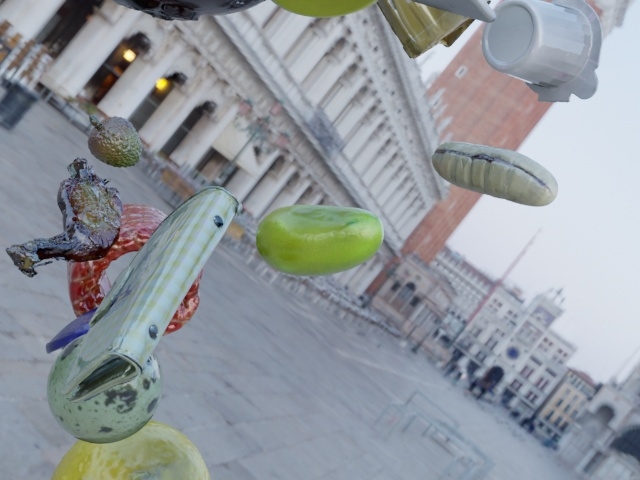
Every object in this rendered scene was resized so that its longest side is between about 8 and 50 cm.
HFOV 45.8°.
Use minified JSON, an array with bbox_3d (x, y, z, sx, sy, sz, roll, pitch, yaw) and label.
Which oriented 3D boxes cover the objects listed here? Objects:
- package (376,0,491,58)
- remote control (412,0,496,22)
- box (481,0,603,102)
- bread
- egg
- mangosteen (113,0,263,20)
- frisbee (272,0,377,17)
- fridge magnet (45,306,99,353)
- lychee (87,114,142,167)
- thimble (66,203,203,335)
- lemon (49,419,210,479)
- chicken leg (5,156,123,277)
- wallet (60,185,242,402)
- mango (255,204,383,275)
[{"bbox_3d":[0.182,-0.556,1.604,0.311,0.165,0.221,59,-21,3],"label":"package"},{"bbox_3d":[0.222,-0.445,1.379,0.067,0.029,0.261,33,5,-38],"label":"remote control"},{"bbox_3d":[0.532,-0.467,1.859,0.207,0.262,0.291,1,56,-36],"label":"box"},{"bbox_3d":[0.244,-0.101,1.099,0.053,0.073,0.214,2,16,-44],"label":"bread"},{"bbox_3d":[-0.332,0.224,1.183,0.177,0.177,0.228,39,-33,-6],"label":"egg"},{"bbox_3d":[-0.175,-0.485,0.941,0.381,0.420,0.381,2,-13,0],"label":"mangosteen"},{"bbox_3d":[0.012,-0.442,1.268,0.236,0.017,0.236,-3,-17,-1],"label":"frisbee"},{"bbox_3d":[-0.495,0.207,1.740,0.265,0.266,0.112,67,-1,-89],"label":"fridge magnet"},{"bbox_3d":[-0.463,-0.223,1.695,0.146,0.114,0.114,50,-8,-37],"label":"lychee"},{"bbox_3d":[-0.493,0.082,2.012,0.350,0.350,0.230,39,0,-28],"label":"thimble"},{"bbox_3d":[-0.358,0.495,1.431,0.336,0.336,0.336,39,-1,0],"label":"lemon"},{"bbox_3d":[-0.302,-0.020,0.936,0.106,0.051,0.253,45,21,-20],"label":"chicken leg"},{"bbox_3d":[-0.238,0.074,1.048,0.077,0.309,0.223,43,-44,-19],"label":"wallet"},{"bbox_3d":[-0.002,0.003,1.603,0.273,0.149,0.185,0,-19,7],"label":"mango"}]
